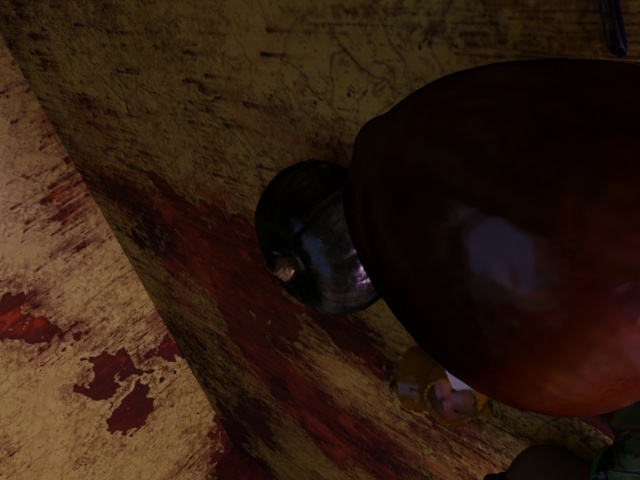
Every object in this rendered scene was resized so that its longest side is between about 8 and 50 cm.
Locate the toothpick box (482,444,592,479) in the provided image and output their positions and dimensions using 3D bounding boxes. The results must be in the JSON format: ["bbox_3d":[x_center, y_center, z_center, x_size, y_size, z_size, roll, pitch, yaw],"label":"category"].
[{"bbox_3d":[0.453,0.501,1.012,0.316,0.229,0.229,17,137,44],"label":"toothpick box"}]

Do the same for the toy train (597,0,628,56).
[{"bbox_3d":[0.301,-0.227,0.584,0.017,0.017,0.083,7,130,51],"label":"toy train"}]

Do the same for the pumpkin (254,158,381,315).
[{"bbox_3d":[0.000,0.000,1.048,0.300,0.207,0.300,42,150,31],"label":"pumpkin"}]

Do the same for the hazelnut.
[{"bbox_3d":[0.213,-0.007,0.599,0.420,0.353,0.421,16,-179,0],"label":"hazelnut"}]

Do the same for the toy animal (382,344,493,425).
[{"bbox_3d":[0.235,0.290,1.152,0.229,0.156,0.156,2,127,40],"label":"toy animal"}]

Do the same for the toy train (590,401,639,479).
[{"bbox_3d":[0.499,0.349,0.795,0.145,0.202,0.266,-5,120,56],"label":"toy train"}]

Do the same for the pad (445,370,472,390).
[{"bbox_3d":[0.264,0.160,0.994,0.156,0.004,0.232,-17,99,38],"label":"pad"}]

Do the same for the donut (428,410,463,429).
[{"bbox_3d":[0.285,0.389,1.284,0.108,0.043,0.097,-2,123,58],"label":"donut"}]
